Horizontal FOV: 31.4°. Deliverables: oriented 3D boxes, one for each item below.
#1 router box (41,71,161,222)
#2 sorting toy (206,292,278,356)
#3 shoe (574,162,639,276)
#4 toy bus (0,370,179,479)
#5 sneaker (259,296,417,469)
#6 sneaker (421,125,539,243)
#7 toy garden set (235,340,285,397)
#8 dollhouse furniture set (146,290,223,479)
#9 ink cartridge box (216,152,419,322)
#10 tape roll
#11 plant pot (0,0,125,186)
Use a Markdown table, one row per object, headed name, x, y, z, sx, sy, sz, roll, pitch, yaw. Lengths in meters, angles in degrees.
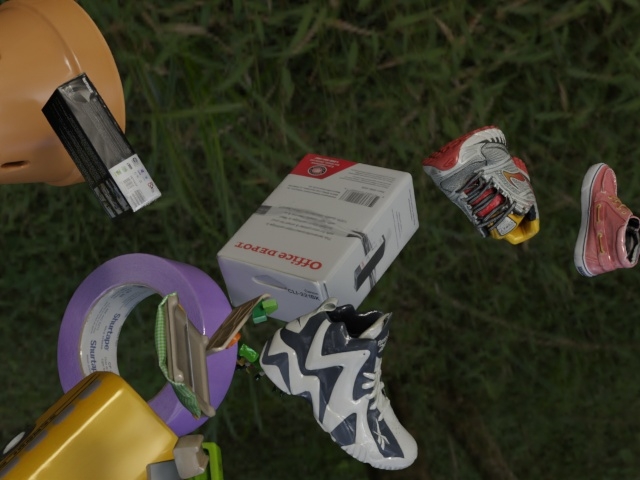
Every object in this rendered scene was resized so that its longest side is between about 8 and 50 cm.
| name | x | y | z | sx | sy | sz | roll | pitch | yaw |
| --- | --- | --- | --- | --- | --- | --- | --- | --- | --- |
| router box | -0.280 | -0.113 | 1.439 | 0.046 | 0.133 | 0.179 | -34 | 98 | -22 |
| sorting toy | -0.059 | 0.063 | 0.818 | 0.012 | 0.062 | 0.083 | 47 | 152 | -9 |
| shoe | 0.407 | -0.034 | 1.574 | 0.081 | 0.178 | 0.063 | -11 | 142 | 42 |
| toy bus | -0.286 | 0.271 | 1.036 | 0.108 | 0.332 | 0.130 | 50 | 159 | -13 |
| sneaker | 0.059 | 0.162 | 1.369 | 0.235 | 0.094 | 0.153 | 44 | 113 | -1 |
| sneaker | 0.186 | -0.056 | 1.225 | 0.088 | 0.093 | 0.225 | -30 | 155 | 23 |
| toy garden set | -0.168 | 0.205 | 2.104 | 0.244 | 0.204 | 0.049 | 39 | 81 | -35 |
| dollhouse furniture set | -0.098 | 0.114 | 0.684 | 0.058 | 0.152 | 0.076 | -12 | 152 | 6 |
| ink cartridge box | 0.000 | 0.000 | 1.747 | 0.197 | 0.273 | 0.114 | 14 | 135 | 30 |
| tape roll | -0.262 | 0.160 | 1.703 | 0.274 | 0.275 | 0.090 | -32 | 157 | 22 |
| plant pot | -0.453 | -0.204 | 1.656 | 0.203 | 0.291 | 0.291 | -23 | 148 | -40 |
